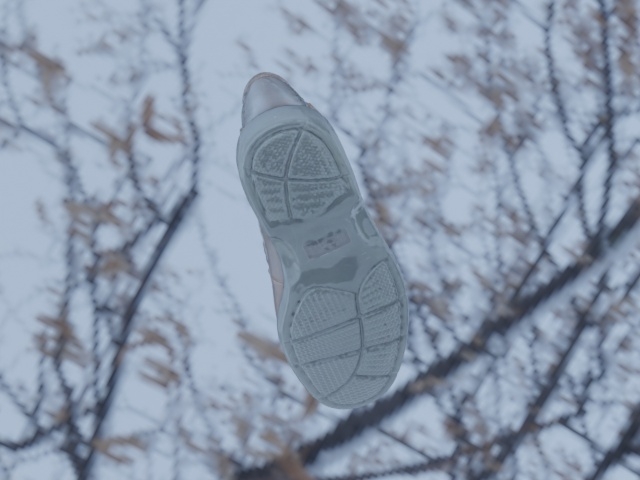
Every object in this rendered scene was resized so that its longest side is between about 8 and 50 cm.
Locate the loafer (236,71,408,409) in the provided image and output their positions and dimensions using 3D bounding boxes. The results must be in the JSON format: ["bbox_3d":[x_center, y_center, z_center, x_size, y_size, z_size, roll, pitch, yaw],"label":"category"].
[{"bbox_3d":[0.000,0.000,0.609,0.045,0.125,0.039,-17,-141,-1],"label":"loafer"}]
